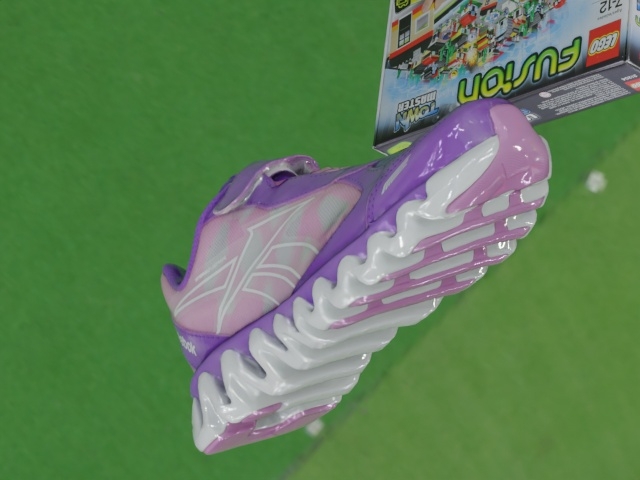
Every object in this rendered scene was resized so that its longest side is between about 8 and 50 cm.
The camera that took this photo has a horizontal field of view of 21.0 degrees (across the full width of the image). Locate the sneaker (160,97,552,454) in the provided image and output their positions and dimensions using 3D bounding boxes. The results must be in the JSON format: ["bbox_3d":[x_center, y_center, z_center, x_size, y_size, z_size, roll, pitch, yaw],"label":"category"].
[{"bbox_3d":[0.000,0.000,0.750,0.095,0.104,0.236,-9,155,-42],"label":"sneaker"}]

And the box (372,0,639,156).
[{"bbox_3d":[0.119,-0.123,1.036,0.036,0.207,0.114,23,64,-36],"label":"box"}]
